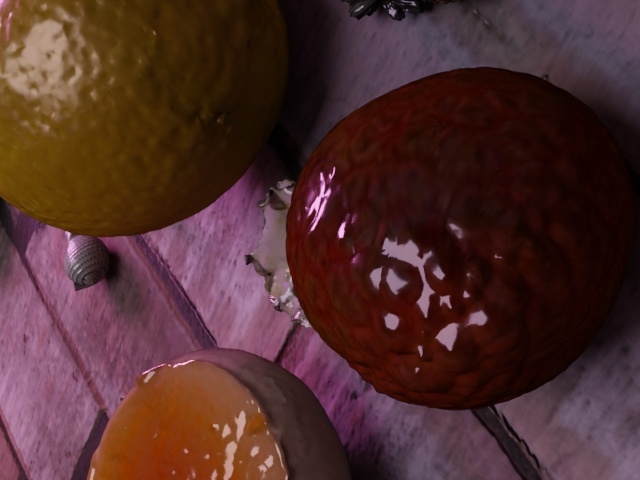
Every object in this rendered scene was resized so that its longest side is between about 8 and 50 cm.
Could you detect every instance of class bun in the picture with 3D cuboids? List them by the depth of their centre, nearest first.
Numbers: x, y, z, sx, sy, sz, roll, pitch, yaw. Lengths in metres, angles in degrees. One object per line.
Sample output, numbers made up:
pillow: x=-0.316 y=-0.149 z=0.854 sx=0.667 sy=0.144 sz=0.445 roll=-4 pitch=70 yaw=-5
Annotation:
bun: x=-0.082 y=0.249 z=1.100 sx=0.299 sy=0.165 sz=0.298 roll=-8 pitch=76 yaw=37

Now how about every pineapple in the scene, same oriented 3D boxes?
pineapple: x=0.071 y=-0.221 z=0.959 sx=0.159 sy=0.074 sz=0.074 roll=-2 pitch=91 yaw=60

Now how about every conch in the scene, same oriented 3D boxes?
conch: x=-0.289 y=0.023 z=1.433 sx=0.076 sy=0.057 sz=0.085 roll=106 pitch=162 yaw=-51

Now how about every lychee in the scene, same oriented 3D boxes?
lychee: x=0.100 y=-0.001 z=0.817 sx=0.255 sy=0.300 sz=0.255 roll=7 pitch=109 yaw=21

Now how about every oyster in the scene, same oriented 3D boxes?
oyster: x=-0.006 y=-0.002 z=1.073 sx=0.133 sy=0.072 sz=0.209 roll=43 pitch=144 yaw=34

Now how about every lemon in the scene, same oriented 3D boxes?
lemon: x=-0.190 y=-0.164 z=1.105 sx=0.336 sy=0.336 sz=0.336 roll=4 pitch=96 yaw=51
